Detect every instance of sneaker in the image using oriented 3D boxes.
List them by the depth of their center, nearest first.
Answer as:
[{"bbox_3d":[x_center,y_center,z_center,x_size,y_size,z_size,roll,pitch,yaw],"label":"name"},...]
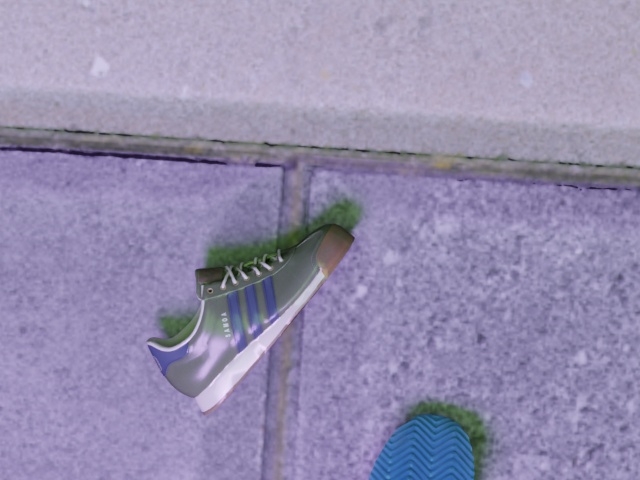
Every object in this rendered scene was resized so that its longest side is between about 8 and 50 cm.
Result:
[{"bbox_3d":[0.074,0.254,1.549,0.087,0.092,0.229,9,72,4],"label":"sneaker"},{"bbox_3d":[-0.064,0.046,1.554,0.086,0.064,0.192,40,95,-4],"label":"sneaker"}]
